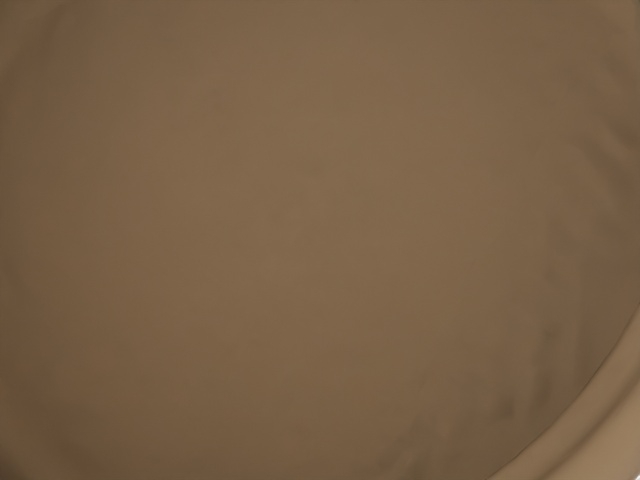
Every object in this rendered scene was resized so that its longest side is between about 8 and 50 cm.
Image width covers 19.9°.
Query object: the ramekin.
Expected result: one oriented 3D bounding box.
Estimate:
[{"bbox_3d":[-0.017,-0.025,0.471,0.277,0.277,0.135,-15,162,9],"label":"ramekin"}]
